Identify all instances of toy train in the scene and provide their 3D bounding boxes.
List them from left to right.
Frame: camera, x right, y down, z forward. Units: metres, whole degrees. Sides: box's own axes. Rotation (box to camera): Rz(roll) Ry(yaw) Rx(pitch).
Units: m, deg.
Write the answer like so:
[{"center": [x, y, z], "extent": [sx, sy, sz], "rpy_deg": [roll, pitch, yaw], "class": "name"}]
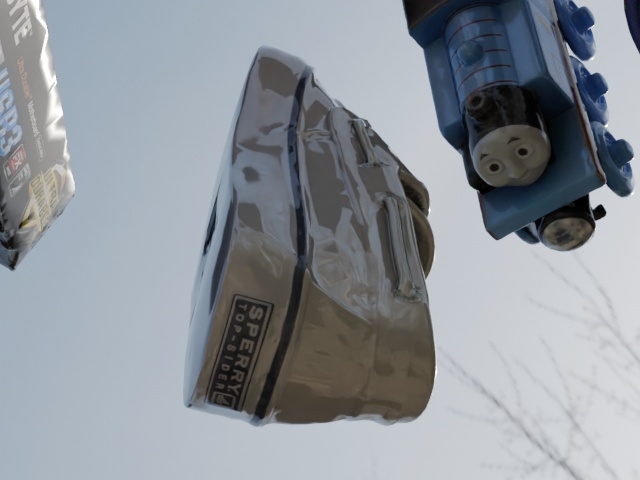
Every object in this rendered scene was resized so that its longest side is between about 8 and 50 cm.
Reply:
[{"center": [0.097, -0.080, 0.823], "extent": [0.080, 0.184, 0.105], "rpy_deg": [-29, -45, 25], "class": "toy train"}]

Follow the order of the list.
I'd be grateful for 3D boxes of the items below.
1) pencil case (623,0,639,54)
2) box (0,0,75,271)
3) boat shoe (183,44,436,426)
[{"center": [0.249, -0.193, 0.822], "extent": [0.306, 0.119, 0.133], "rpy_deg": [-56, -41, -39], "class": "pencil case"}, {"center": [-0.271, -0.137, 0.824], "extent": [0.073, 0.295, 0.293], "rpy_deg": [-55, -13, -23], "class": "box"}, {"center": [0.000, 0.000, 0.610], "extent": [0.084, 0.258, 0.095], "rpy_deg": [14, -64, -6], "class": "boat shoe"}]
